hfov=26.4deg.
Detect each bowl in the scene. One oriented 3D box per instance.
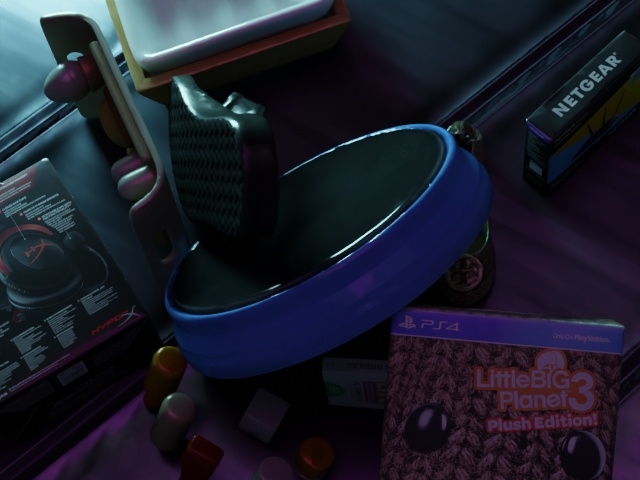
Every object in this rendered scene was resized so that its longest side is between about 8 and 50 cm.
[{"bbox_3d":[0.000,0.000,1.503,0.391,0.077,0.391,-28,20,11],"label":"bowl"}]

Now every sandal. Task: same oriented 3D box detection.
[{"bbox_3d":[-0.097,-0.091,1.574,0.107,0.167,0.446,-4,16,-17],"label":"sandal"}]

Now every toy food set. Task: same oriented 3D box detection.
[{"bbox_3d":[-0.108,0.228,1.542,0.232,0.104,0.111,28,53,0],"label":"toy food set"},{"bbox_3d":[-0.249,-0.101,1.643,0.092,0.219,0.306,-23,63,-7],"label":"toy food set"}]

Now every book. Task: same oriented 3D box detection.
[{"bbox_3d":[0.078,0.160,1.539,0.144,0.096,0.035,2,63,7],"label":"book"}]

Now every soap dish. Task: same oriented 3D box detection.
[{"bbox_3d":[-0.129,-0.315,1.802,0.291,0.118,0.229,-19,62,-5],"label":"soap dish"}]

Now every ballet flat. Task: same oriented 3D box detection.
[{"bbox_3d":[0.171,-0.039,1.657,0.084,0.058,0.250,1,62,7],"label":"ballet flat"}]

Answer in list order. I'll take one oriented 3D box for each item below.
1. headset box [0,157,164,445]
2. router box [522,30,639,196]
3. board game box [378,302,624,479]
[{"bbox_3d":[-0.355,0.058,1.630,0.218,0.110,0.293,-32,64,-11],"label":"headset box"},{"bbox_3d":[0.321,-0.153,1.660,0.179,0.133,0.046,-42,65,-15],"label":"router box"},{"bbox_3d":[0.181,0.218,1.407,0.232,0.141,0.291,4,90,7],"label":"board game box"}]
